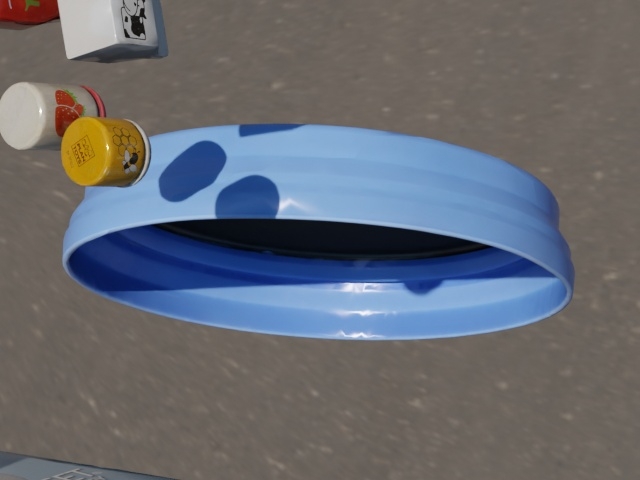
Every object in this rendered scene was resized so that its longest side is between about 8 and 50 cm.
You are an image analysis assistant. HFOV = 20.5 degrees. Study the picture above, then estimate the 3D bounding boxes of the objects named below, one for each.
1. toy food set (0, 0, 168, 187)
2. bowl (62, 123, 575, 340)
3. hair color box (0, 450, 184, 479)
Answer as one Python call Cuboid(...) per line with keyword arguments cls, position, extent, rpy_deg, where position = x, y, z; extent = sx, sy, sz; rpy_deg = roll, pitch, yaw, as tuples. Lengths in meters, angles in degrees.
Cuboid(cls="toy food set", position=(-0.131, -0.141, 1.044), extent=(0.104, 0.111, 0.232), rpy_deg=(-2, 80, -54))
Cuboid(cls="bowl", position=(0.000, 0.000, 1.363), extent=(0.391, 0.391, 0.077), rpy_deg=(7, 75, -14))
Cuboid(cls="hair color box", position=(-0.068, 0.179, 0.580), extent=(0.113, 0.374, 0.185), rpy_deg=(-14, 105, -57))
